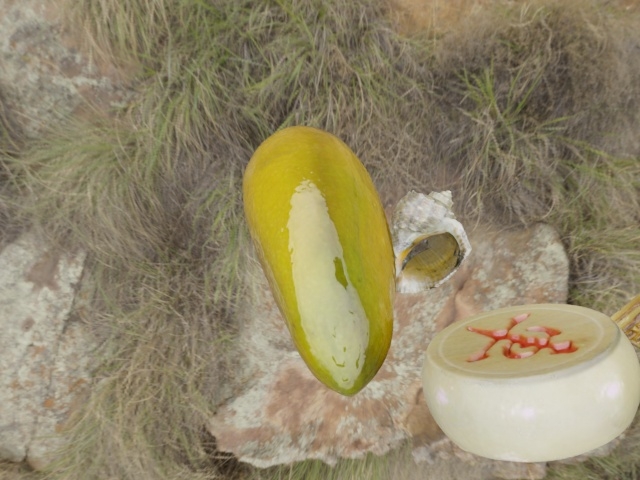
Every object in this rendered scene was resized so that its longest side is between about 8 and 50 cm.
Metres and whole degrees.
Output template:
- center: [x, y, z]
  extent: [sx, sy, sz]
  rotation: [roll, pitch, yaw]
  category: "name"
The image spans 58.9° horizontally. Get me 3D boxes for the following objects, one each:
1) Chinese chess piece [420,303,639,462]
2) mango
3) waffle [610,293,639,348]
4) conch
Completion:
- center: [0.250, 0.160, 0.695]
  extent: [0.251, 0.251, 0.097]
  rotation: [-14, 101, 0]
  category: "Chinese chess piece"
- center: [0.000, 0.000, 0.477]
  extent: [0.119, 0.316, 0.176]
  rotation: [-16, 118, 4]
  category: "mango"
- center: [0.543, 0.110, 0.889]
  extent: [0.103, 0.042, 0.148]
  rotation: [26, 120, -20]
  category: "waffle"
- center: [0.180, 0.006, 0.996]
  extent: [0.155, 0.130, 0.207]
  rotation: [35, 94, 43]
  category: "conch"
